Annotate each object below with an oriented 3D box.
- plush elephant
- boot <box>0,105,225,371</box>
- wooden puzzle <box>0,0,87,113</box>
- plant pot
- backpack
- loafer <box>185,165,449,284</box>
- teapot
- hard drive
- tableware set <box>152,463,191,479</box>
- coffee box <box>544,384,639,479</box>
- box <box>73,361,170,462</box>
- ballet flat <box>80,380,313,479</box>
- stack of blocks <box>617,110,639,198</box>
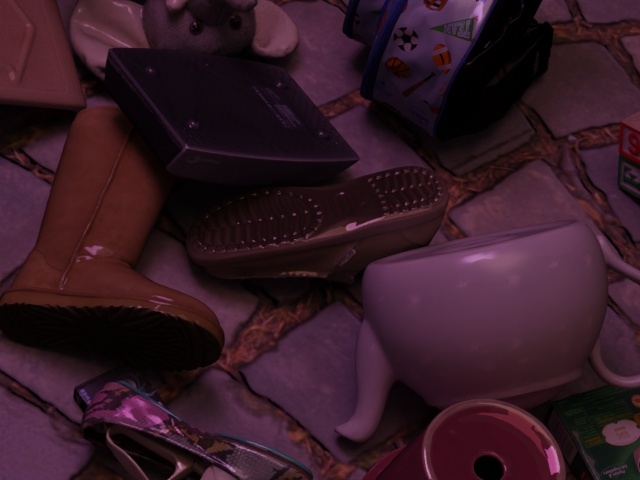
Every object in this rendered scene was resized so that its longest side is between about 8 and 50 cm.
[{"bbox_3d":[-0.142,-0.300,1.916,0.271,0.330,0.255,-23,83,-24],"label":"plush elephant"},{"bbox_3d":[-0.175,-0.012,1.763,0.236,0.089,0.270,10,50,10],"label":"boot"},{"bbox_3d":[-0.411,-0.277,1.826,0.347,0.080,0.322,4,63,-52],"label":"wooden puzzle"},{"bbox_3d":[0.132,0.241,1.601,0.201,0.180,0.201,7,52,-9],"label":"plant pot"},{"bbox_3d":[0.144,-0.253,1.942,0.213,0.276,0.263,22,58,10],"label":"backpack"},{"bbox_3d":[0.000,0.000,1.814,0.268,0.092,0.102,-10,41,0],"label":"loafer"},{"bbox_3d":[0.170,0.090,1.722,0.252,0.256,0.187,-15,93,-48],"label":"teapot"},{"bbox_3d":[-0.093,-0.123,1.842,0.254,0.054,0.172,0,42,-49],"label":"hard drive"},{"bbox_3d":[-0.084,0.271,1.617,0.194,0.039,0.128,22,52,4],"label":"tableware set"},{"bbox_3d":[0.306,0.224,1.743,0.113,0.040,0.184,-15,58,-22],"label":"coffee box"},{"bbox_3d":[-0.183,0.160,1.692,0.067,0.018,0.083,-24,62,-27],"label":"box"},{"bbox_3d":[-0.117,0.200,1.614,0.221,0.077,0.079,24,55,14],"label":"ballet flat"},{"bbox_3d":[0.492,-0.116,1.981,0.297,0.087,0.171,-27,42,-30],"label":"stack of blocks"}]
